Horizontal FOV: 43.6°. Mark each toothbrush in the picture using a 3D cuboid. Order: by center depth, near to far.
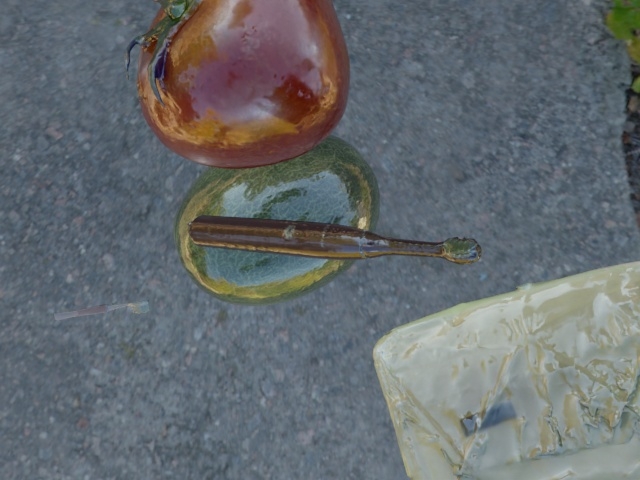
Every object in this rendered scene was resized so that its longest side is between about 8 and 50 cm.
[{"bbox_3d":[0.000,0.001,0.854,0.363,0.041,0.041,5,112,35],"label":"toothbrush"},{"bbox_3d":[-0.302,0.096,1.100,0.194,0.014,0.017,-8,95,36],"label":"toothbrush"}]

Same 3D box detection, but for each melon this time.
[{"bbox_3d":[-0.064,-0.032,1.146,0.301,0.237,0.238,-27,109,-18],"label":"melon"}]

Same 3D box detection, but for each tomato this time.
[{"bbox_3d":[-0.049,-0.122,0.560,0.167,0.167,0.167,-1,108,-5],"label":"tomato"}]

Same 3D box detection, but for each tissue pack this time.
[{"bbox_3d":[0.148,0.108,0.495,0.159,0.234,0.125,-19,69,16],"label":"tissue pack"}]
